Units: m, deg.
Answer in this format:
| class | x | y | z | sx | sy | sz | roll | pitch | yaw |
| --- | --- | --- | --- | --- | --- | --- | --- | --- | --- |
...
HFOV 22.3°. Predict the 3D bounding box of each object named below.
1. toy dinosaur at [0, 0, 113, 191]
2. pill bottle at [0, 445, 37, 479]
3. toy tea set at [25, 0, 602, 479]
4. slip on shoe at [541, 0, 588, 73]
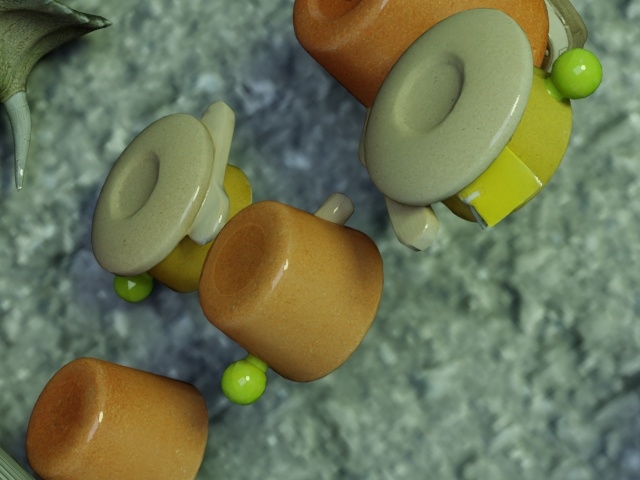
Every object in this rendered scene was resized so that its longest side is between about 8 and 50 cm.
| class | x | y | z | sx | sy | sz | roll | pitch | yaw |
| --- | --- | --- | --- | --- | --- | --- | --- | --- | --- |
| toy dinosaur | -0.155 | -0.194 | 0.762 | 0.160 | 0.313 | 0.121 | 39 | 47 | 25 |
| pill bottle | -0.295 | 0.103 | 0.719 | 0.408 | 0.229 | 0.229 | 42 | 88 | 9 |
| toy tea set | 0.000 | 0.000 | 0.752 | 0.336 | 0.124 | 0.200 | -41 | 39 | 25 |
| slip on shoe | 0.078 | -0.135 | 0.811 | 0.135 | 0.051 | 0.041 | 43 | 48 | 17 |
